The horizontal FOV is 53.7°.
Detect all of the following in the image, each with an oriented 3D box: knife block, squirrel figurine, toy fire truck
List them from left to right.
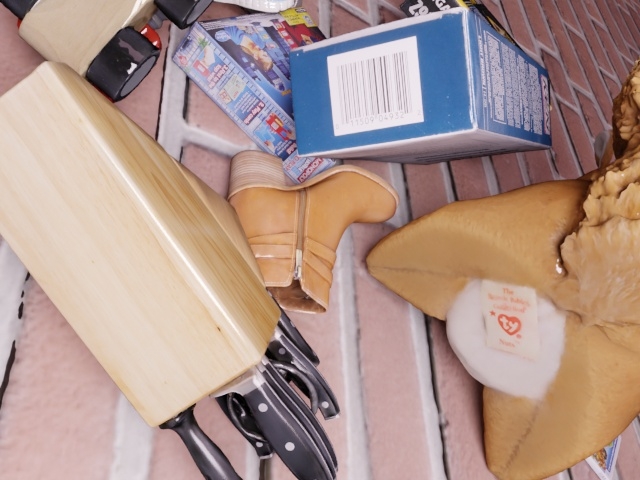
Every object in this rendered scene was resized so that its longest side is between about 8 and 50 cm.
[{"bbox_3d":[-0.170,-0.245,0.585,0.158,0.217,0.246,41,0,-11],"label":"toy fire truck"},{"bbox_3d":[-0.091,0.054,0.403,0.275,0.088,0.242,45,14,-52],"label":"knife block"},{"bbox_3d":[0.310,-0.003,0.650,0.370,0.397,0.281,-26,75,-40],"label":"squirrel figurine"}]

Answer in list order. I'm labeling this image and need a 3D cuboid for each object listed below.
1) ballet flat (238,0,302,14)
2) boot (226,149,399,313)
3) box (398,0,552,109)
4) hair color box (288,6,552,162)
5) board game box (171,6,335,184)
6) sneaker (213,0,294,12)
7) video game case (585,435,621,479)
[{"bbox_3d":[-0.129,-0.356,0.767,0.250,0.084,0.058,32,7,-17],"label":"ballet flat"},{"bbox_3d":[0.000,0.000,0.617,0.197,0.073,0.152,8,54,-24],"label":"boot"},{"bbox_3d":[0.265,-0.310,1.026,0.257,0.079,0.322,47,27,-2],"label":"box"},{"bbox_3d":[0.130,-0.145,0.687,0.347,0.174,0.105,-9,95,-60],"label":"hair color box"},{"bbox_3d":[-0.032,-0.161,0.712,0.194,0.060,0.194,55,41,2],"label":"board game box"},{"bbox_3d":[-0.106,-0.306,0.707,0.162,0.073,0.063,10,30,1],"label":"sneaker"},{"bbox_3d":[0.328,0.227,0.790,0.122,0.011,0.087,51,40,1],"label":"video game case"}]
